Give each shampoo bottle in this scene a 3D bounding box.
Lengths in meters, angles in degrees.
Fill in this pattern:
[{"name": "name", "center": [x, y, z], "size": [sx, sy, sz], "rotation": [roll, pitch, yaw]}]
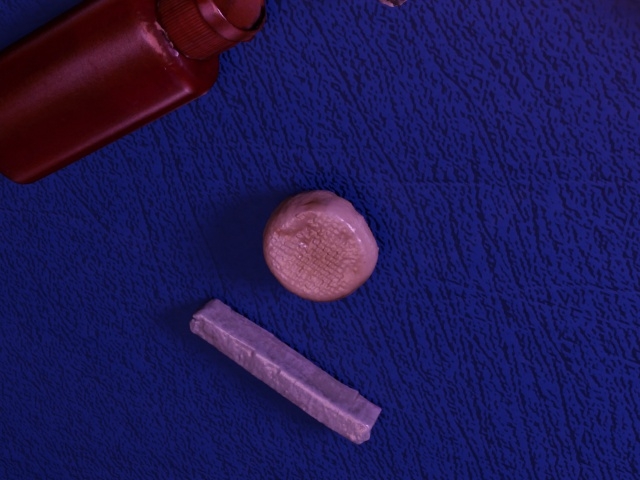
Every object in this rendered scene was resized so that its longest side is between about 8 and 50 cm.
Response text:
[{"name": "shampoo bottle", "center": [-0.154, -0.127, 1.079], "size": [0.260, 0.064, 0.102], "rotation": [-23, 106, 36]}]

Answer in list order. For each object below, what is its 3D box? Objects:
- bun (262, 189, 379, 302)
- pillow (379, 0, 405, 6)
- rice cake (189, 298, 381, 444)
[{"name": "bun", "center": [0.000, 0.000, 1.087], "size": [0.086, 0.055, 0.086], "rotation": [5, 117, 10]}, {"name": "pillow", "center": [0.072, -0.214, 0.913], "size": [0.135, 0.055, 0.091], "rotation": [-28, 101, 35]}, {"name": "rice cake", "center": [-0.028, 0.103, 1.177], "size": [0.171, 0.033, 0.029], "rotation": [33, 125, 7]}]
